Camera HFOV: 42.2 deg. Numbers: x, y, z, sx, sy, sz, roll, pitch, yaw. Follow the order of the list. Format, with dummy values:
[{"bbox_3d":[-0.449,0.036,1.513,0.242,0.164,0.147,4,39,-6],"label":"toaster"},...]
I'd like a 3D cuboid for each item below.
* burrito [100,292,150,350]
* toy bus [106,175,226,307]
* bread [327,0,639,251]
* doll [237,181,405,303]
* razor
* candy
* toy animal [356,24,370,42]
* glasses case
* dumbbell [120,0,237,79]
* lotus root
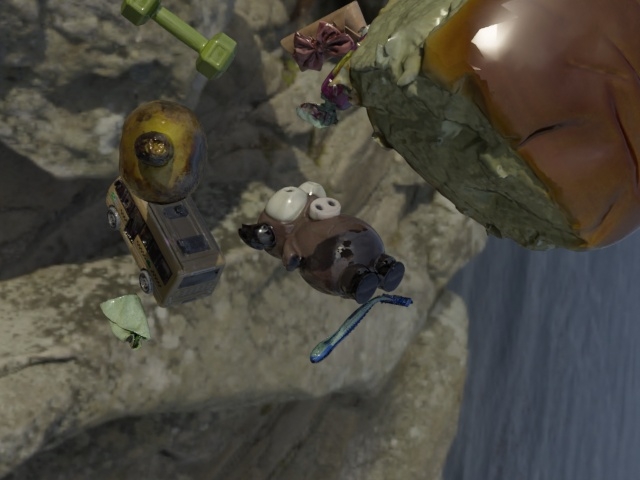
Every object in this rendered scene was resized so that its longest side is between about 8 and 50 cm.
[{"bbox_3d":[-0.356,0.153,1.532,0.044,0.074,0.118,94,-27,-54],"label":"burrito"},{"bbox_3d":[-0.313,-0.021,1.667,0.139,0.157,0.289,-13,62,-37],"label":"toy bus"},{"bbox_3d":[0.198,-0.145,0.738,0.279,0.225,0.250,44,72,-15],"label":"bread"},{"bbox_3d":[0.001,0.003,1.259,0.182,0.257,0.117,-17,135,-39],"label":"doll"},{"bbox_3d":[0.085,0.196,1.993,0.324,0.093,0.056,-31,115,-38],"label":"razor"},{"bbox_3d":[0.041,-0.181,0.882,0.045,0.175,0.043,50,24,9],"label":"candy"},{"bbox_3d":[0.107,-0.236,0.971,0.071,0.124,0.085,-13,91,-40],"label":"toy animal"},{"bbox_3d":[0.005,-0.379,1.620,0.070,0.193,0.102,-31,102,-46],"label":"glasses case"},{"bbox_3d":[-0.355,-0.533,2.097,0.121,0.302,0.108,-56,-166,0],"label":"dumbbell"},{"bbox_3d":[-0.253,-0.140,1.338,0.314,0.141,0.169,-137,-127,-77],"label":"lotus root"}]
